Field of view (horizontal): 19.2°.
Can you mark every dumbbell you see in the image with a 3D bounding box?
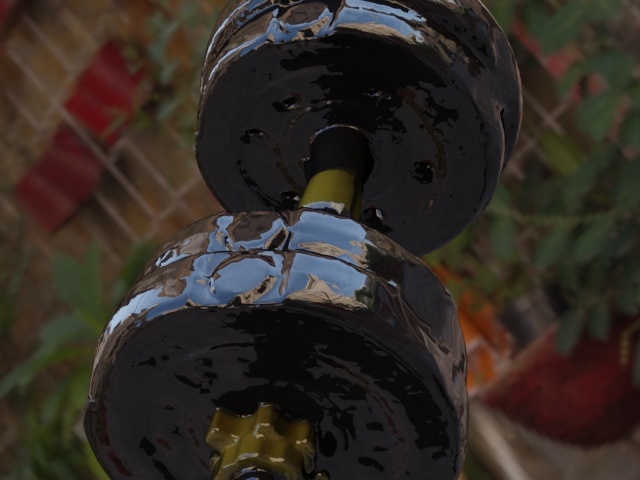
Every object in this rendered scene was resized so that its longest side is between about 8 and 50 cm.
[{"bbox_3d":[0.000,0.000,0.962,0.185,0.185,0.388,-46,21,39],"label":"dumbbell"}]
